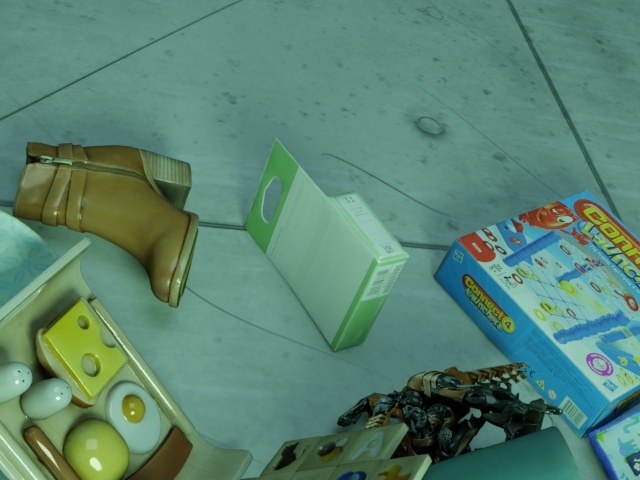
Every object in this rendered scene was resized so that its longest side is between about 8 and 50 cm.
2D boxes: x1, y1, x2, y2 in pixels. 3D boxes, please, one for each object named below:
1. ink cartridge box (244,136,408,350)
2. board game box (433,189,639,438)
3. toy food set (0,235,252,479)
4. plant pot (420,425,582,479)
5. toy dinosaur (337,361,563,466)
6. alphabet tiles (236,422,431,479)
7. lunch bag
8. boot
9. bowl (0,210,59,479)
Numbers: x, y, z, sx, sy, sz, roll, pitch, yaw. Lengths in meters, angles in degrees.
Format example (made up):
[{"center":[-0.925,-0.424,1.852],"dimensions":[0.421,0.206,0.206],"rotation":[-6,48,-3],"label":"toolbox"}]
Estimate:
[{"center":[0.000,0.000,1.324],"dimensions":[0.056,0.171,0.235],"rotation":[-13,52,-34],"label":"ink cartridge box"},{"center":[0.373,0.089,1.460],"dimensions":[0.302,0.086,0.308],"rotation":[-19,56,-37],"label":"board game box"},{"center":[-0.204,0.169,1.016],"dimensions":[0.306,0.092,0.219],"rotation":[57,34,-14],"label":"toy food set"},{"center":[0.137,0.340,0.956],"dimensions":[0.235,0.293,0.293],"rotation":[-13,46,4],"label":"plant pot"},{"center":[0.150,0.208,1.195],"dimensions":[0.218,0.164,0.322],"rotation":[20,52,36],"label":"toy dinosaur"},{"center":[-0.055,0.289,0.952],"dimensions":[0.011,0.285,0.342],"rotation":[59,41,-15],"label":"alphabet tiles"},{"center":[0.428,0.277,1.290],"dimensions":[0.151,0.096,0.128],"rotation":[-12,53,-15],"label":"lunch bag"},{"center":[-0.269,-0.032,1.283],"dimensions":[0.220,0.109,0.283],"rotation":[8,42,-18],"label":"boot"},{"center":[-0.382,0.118,1.018],"dimensions":[0.289,0.156,0.289],"rotation":[31,52,-50],"label":"bowl"}]
